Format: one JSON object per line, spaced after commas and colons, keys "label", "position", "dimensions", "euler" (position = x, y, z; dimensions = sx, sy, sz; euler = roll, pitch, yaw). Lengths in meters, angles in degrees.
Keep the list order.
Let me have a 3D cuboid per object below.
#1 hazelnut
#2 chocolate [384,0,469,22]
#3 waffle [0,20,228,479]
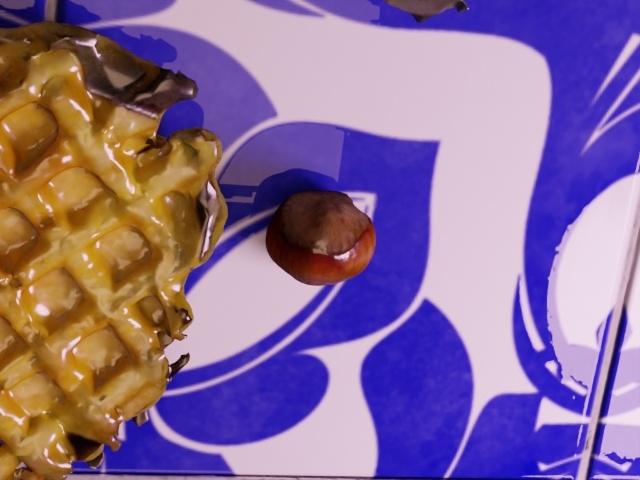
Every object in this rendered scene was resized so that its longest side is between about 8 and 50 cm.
{"label": "hazelnut", "position": [0.000, 0.000, 0.956], "dimensions": [0.086, 0.086, 0.086], "euler": [-4, 109, -11]}
{"label": "chocolate", "position": [0.084, -0.275, 0.846], "dimensions": [0.147, 0.221, 0.221], "euler": [-34, 115, -31]}
{"label": "waffle", "position": [-0.266, 0.012, 0.890], "dimensions": [0.382, 0.095, 0.379], "euler": [12, 106, -19]}
